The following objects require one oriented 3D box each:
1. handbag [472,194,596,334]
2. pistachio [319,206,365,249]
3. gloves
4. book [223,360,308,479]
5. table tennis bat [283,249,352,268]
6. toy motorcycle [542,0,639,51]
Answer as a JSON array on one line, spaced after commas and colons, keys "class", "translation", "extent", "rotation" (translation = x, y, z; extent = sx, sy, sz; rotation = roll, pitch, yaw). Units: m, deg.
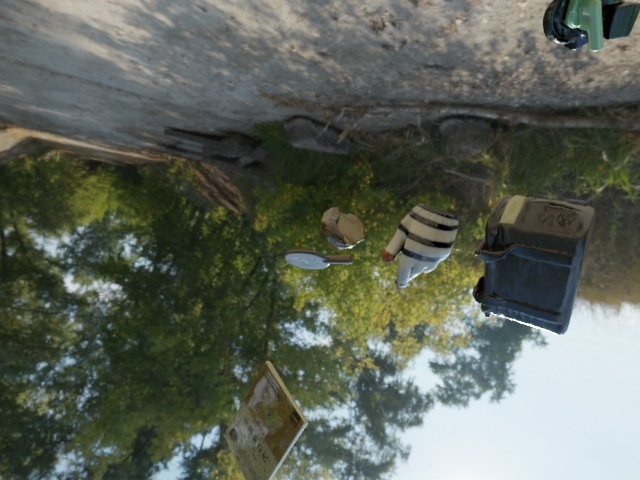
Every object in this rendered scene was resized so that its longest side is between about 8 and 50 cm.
[{"class": "handbag", "translation": [0.404, 0.037, 0.806], "extent": [0.181, 0.255, 0.181], "rotation": [14, -141, 33]}, {"class": "pistachio", "translation": [0.039, -0.023, 0.850], "extent": [0.049, 0.090, 0.173], "rotation": [-32, 176, 24]}, {"class": "gloves", "translation": [0.249, 0.025, 1.041], "extent": [0.139, 0.219, 0.131], "rotation": [15, -170, -22]}, {"class": "book", "translation": [-0.163, 0.526, 1.166], "extent": [0.021, 0.311, 0.217], "rotation": [10, -154, -44]}, {"class": "table tennis bat", "translation": [0.000, 0.000, 1.010], "extent": [0.169, 0.119, 0.107], "rotation": [-1, 155, 21]}, {"class": "toy motorcycle", "translation": [0.465, -0.489, 0.672], "extent": [0.196, 0.332, 0.125], "rotation": [-15, -141, -5]}]
